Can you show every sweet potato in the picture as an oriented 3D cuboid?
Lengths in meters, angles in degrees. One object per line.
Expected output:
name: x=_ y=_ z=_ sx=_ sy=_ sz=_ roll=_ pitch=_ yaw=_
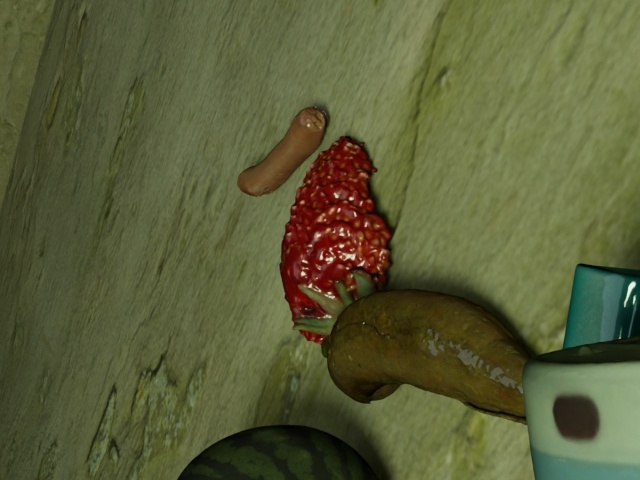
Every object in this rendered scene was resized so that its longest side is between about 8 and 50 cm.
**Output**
sweet potato: x=0.092 y=0.092 z=0.930 sx=0.286 sy=0.085 sz=0.112 roll=1 pitch=120 yaw=54

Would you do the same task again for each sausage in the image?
sausage: x=-0.043 y=-0.091 z=1.277 sx=0.186 sy=0.043 sz=0.043 roll=-40 pitch=50 yaw=55

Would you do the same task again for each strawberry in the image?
strawberry: x=-0.005 y=0.001 z=1.129 sx=0.208 sy=0.087 sz=0.167 roll=-106 pitch=31 yaw=-41

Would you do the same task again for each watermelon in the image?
watermelon: x=-0.035 y=0.259 z=0.998 sx=0.212 sy=0.212 sz=0.212 roll=-24 pitch=64 yaw=61

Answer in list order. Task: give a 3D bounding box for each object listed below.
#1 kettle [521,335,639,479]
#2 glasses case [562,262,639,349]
kettle: x=0.212 y=0.203 z=0.481 sx=0.319 sy=0.247 sz=0.342 roll=165 pitch=98 yaw=-70
glasses case: x=0.184 y=0.169 z=0.662 sx=0.070 sy=0.117 sz=0.301 roll=20 pitch=103 yaw=64
